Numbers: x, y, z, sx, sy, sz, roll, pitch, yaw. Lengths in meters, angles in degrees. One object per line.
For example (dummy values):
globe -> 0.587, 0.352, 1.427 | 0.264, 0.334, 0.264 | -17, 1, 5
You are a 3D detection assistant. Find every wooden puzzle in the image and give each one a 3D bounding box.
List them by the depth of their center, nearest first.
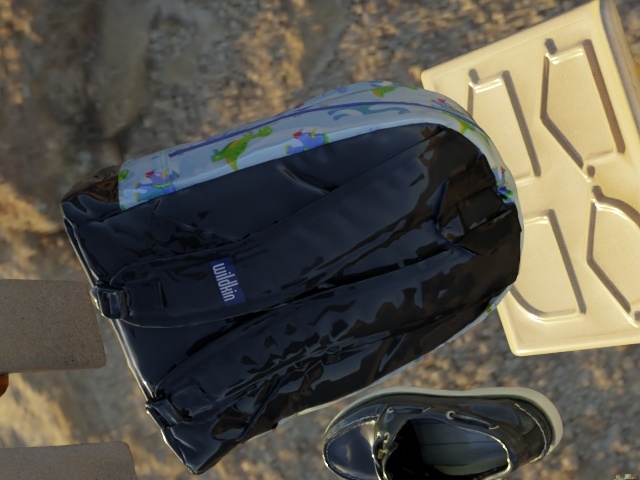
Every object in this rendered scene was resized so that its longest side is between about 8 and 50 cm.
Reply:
wooden puzzle -> 0.250, -0.054, 1.488 | 0.348, 0.080, 0.322 | -14, 94, 64

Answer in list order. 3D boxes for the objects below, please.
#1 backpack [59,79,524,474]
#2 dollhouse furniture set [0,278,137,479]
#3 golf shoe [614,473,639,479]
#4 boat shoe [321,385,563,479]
backpack -> 0.000, 0.000, 1.329 | 0.355, 0.273, 0.290 | -21, 108, 14
dollhouse furniture set -> -0.162, 0.172, 0.685 | 0.262, 0.135, 0.259 | -39, 59, 41
golf shoe -> 0.351, 0.288, 1.416 | 0.272, 0.120, 0.105 | -2, 149, 17
boat shoe -> 0.121, 0.254, 1.808 | 0.340, 0.113, 0.127 | -7, 110, 36
